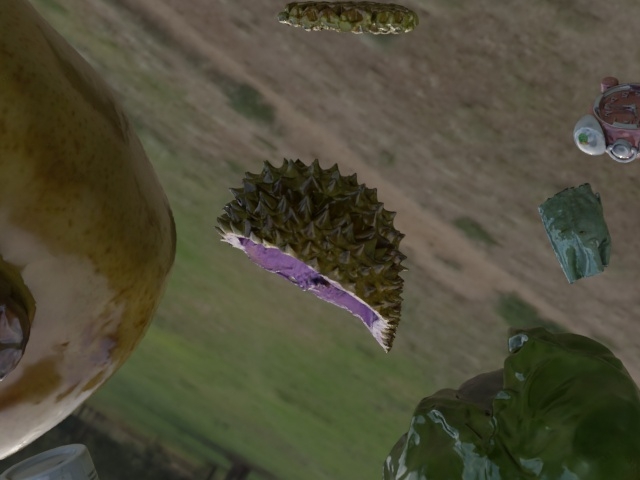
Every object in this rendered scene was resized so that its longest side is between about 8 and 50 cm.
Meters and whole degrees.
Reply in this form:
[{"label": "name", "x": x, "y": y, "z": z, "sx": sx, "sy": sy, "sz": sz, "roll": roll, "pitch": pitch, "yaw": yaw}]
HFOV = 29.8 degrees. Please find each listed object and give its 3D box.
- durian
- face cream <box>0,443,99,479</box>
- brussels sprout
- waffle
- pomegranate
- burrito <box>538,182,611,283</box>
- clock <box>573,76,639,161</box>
[{"label": "durian", "x": 0.004, "y": -0.011, "z": 1.470, "sx": 0.260, "sy": 0.186, "sz": 0.154, "roll": 20, "pitch": 156, "yaw": -1}, {"label": "face cream", "x": -0.363, "y": 0.508, "z": 1.839, "sx": 0.145, "sy": 0.145, "sz": 0.369, "roll": -2, "pitch": 108, "yaw": 69}, {"label": "brussels sprout", "x": 0.293, "y": 0.346, "z": 1.626, "sx": 0.342, "sy": 0.425, "sz": 0.361, "roll": 34, "pitch": -169, "yaw": -32}, {"label": "waffle", "x": 0.041, "y": -0.299, "z": 1.604, "sx": 0.191, "sy": 0.038, "sz": 0.191, "roll": 2, "pitch": -166, "yaw": -1}, {"label": "pomegranate", "x": -0.309, "y": -0.016, "z": 0.914, "sx": 0.417, "sy": 0.416, "sz": 0.416, "roll": 30, "pitch": 168, "yaw": 7}, {"label": "burrito", "x": 0.295, "y": -0.007, "z": 1.363, "sx": 0.044, "sy": 0.074, "sz": 0.118, "roll": 72, "pitch": -175, "yaw": -53}, {"label": "clock", "x": 0.499, "y": -0.181, "z": 1.925, "sx": 0.166, "sy": 0.162, "sz": 0.092, "roll": 11, "pitch": 131, "yaw": 24}]
